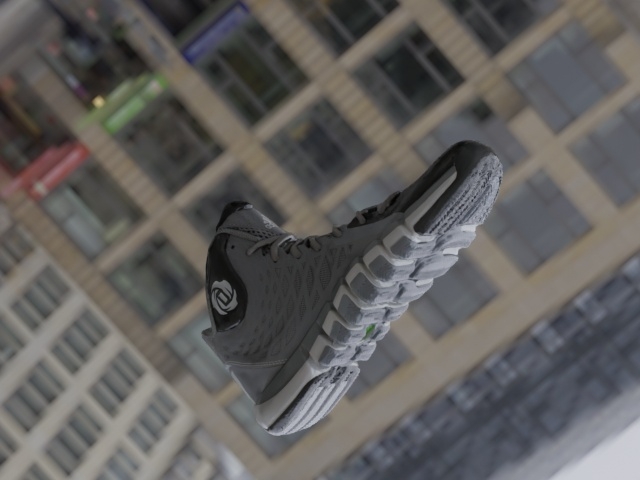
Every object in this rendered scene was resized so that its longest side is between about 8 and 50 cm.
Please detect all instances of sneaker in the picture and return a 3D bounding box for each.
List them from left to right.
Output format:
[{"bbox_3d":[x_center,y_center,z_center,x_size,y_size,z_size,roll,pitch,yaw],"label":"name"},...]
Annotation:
[{"bbox_3d":[0.000,0.000,1.178,0.228,0.132,0.086,-51,158,17],"label":"sneaker"}]
